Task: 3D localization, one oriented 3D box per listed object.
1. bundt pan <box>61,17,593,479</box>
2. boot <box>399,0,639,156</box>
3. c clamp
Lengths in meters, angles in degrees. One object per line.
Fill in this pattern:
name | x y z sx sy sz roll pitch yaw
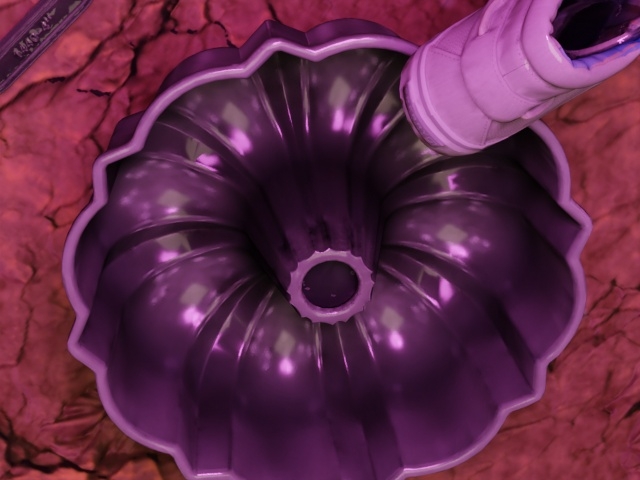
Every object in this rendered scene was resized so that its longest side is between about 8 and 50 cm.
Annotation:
bundt pan | 0.000 0.000 1.109 0.331 0.124 0.331 -3 119 -5
boot | 0.161 -0.132 0.983 0.123 0.258 0.095 -22 104 47
c clamp | -0.211 -0.165 1.054 0.137 0.022 0.161 33 107 -27
